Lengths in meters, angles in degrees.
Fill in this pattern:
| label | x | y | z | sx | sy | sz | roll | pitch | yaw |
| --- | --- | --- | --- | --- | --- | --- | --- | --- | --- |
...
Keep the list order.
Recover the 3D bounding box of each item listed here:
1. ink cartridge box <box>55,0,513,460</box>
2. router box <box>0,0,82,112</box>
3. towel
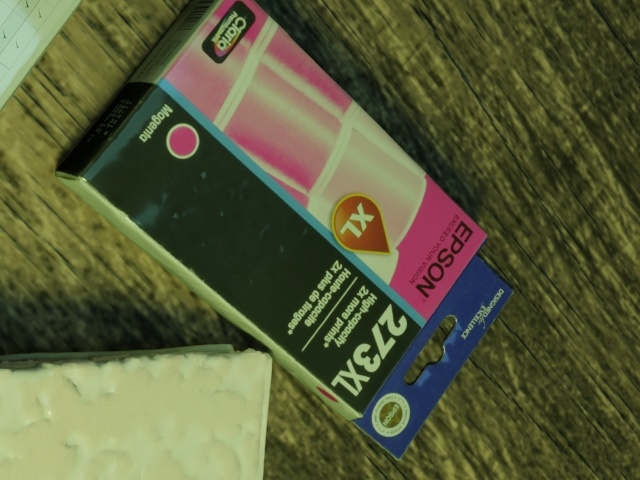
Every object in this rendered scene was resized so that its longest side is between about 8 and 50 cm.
| label | x | y | z | sx | sy | sz | roll | pitch | yaw |
| --- | --- | --- | --- | --- | --- | --- | --- | --- | --- |
| ink cartridge box | 0.000 | 0.000 | 0.978 | 0.371 | 0.069 | 0.176 | 43 | 76 | -27 |
| router box | -0.335 | -0.138 | 0.769 | 0.301 | 0.082 | 0.335 | 40 | 77 | -26 |
| towel | -0.181 | 0.230 | 0.877 | 0.331 | 0.053 | 0.317 | 2 | 94 | -40 |
